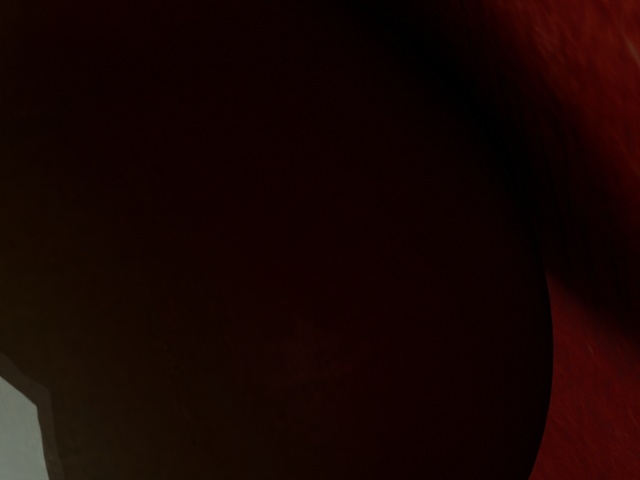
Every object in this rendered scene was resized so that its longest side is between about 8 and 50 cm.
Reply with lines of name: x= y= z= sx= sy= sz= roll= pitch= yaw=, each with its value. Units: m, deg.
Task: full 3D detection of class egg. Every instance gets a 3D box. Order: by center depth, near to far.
egg: x=-0.046 y=0.028 z=0.643 sx=0.351 sy=0.282 sz=0.282 roll=61 pitch=170 yaw=-31
